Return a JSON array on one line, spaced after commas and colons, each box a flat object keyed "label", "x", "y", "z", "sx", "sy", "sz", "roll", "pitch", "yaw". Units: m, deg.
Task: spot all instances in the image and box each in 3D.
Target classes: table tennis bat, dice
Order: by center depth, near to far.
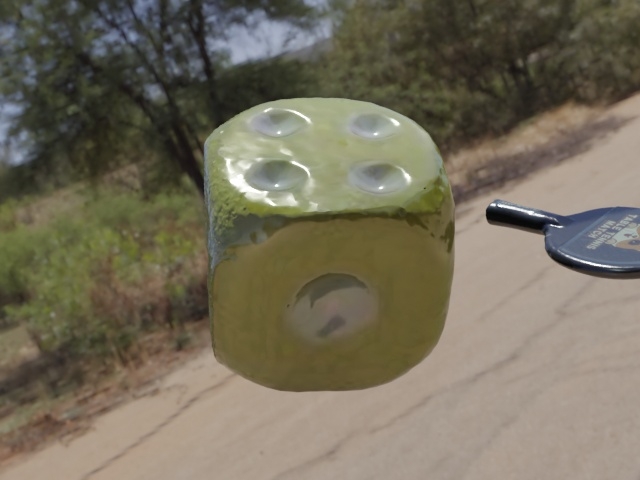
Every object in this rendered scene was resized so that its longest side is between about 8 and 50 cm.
[{"label": "dice", "x": 0.000, "y": 0.000, "z": 1.130, "sx": 0.238, "sy": 0.227, "sz": 0.233, "roll": -2, "pitch": 37, "yaw": -8}, {"label": "table tennis bat", "x": 0.277, "y": -0.007, "z": 1.142, "sx": 0.236, "sy": 0.027, "sz": 0.150, "roll": 17, "pitch": 34, "yaw": 40}]
